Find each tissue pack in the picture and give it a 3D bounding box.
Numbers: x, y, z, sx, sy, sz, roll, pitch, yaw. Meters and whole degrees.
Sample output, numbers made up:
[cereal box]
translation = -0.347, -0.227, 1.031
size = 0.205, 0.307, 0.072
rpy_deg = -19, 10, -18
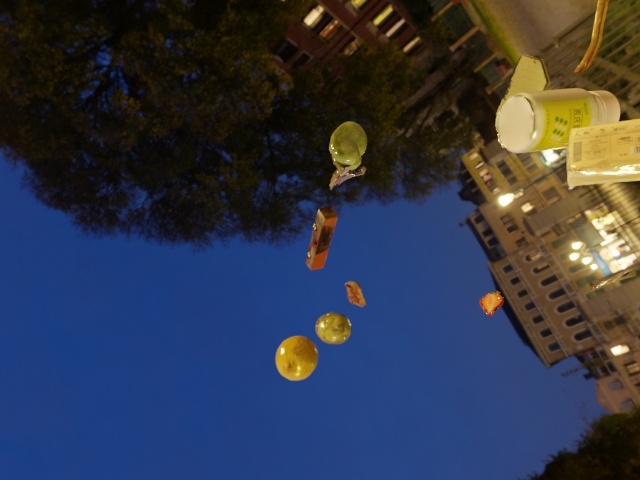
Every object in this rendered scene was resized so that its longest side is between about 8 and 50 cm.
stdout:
[tissue pack]
translation = 0.800, -0.241, 1.151
size = 0.090, 0.222, 0.186
rpy_deg = 53, -134, -39

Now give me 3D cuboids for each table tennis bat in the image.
[table tennis bat]
translation = 1.211, 0.164, 1.731
size = 0.022, 0.138, 0.246
rpy_deg = 62, 177, 18

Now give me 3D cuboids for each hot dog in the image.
[hot dog]
translation = 0.186, 0.288, 2.262
size = 0.059, 0.108, 0.191
rpy_deg = -51, -39, -31

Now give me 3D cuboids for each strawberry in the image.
[strawberry]
translation = 0.741, 0.276, 1.814
size = 0.048, 0.104, 0.152
rpy_deg = 57, -139, -20

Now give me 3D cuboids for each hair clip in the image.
[hair clip]
translation = 0.114, -0.333, 2.079
size = 0.090, 0.278, 0.137
rpy_deg = 29, -113, -23

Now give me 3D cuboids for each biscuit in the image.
[biscuit]
translation = 0.814, -0.589, 1.666
size = 0.052, 0.252, 0.150
rpy_deg = -14, -141, -38

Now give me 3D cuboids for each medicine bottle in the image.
[medicine bottle]
translation = 0.864, -0.442, 1.540
size = 0.379, 0.213, 0.213
rpy_deg = -9, -120, -14

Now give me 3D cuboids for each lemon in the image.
[lemon]
translation = -0.100, 0.509, 1.829
size = 0.186, 0.187, 0.244
rpy_deg = 56, -163, 4

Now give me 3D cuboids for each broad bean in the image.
[broad bean]
translation = 0.115, -0.406, 1.811
size = 0.227, 0.169, 0.100
rpy_deg = -70, -26, -18

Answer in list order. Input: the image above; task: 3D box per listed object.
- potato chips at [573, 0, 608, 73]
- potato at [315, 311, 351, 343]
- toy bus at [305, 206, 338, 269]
[potato chips]
translation = 0.658, -0.502, 1.007
size = 0.026, 0.203, 0.037
rpy_deg = 4, -168, -44
[potato]
translation = 0.058, 0.399, 1.945
size = 0.169, 0.143, 0.248
rpy_deg = 11, 180, -1
[toy bus]
translation = 0.000, 0.000, 2.203
size = 0.093, 0.408, 0.092
rpy_deg = -13, -130, -25
